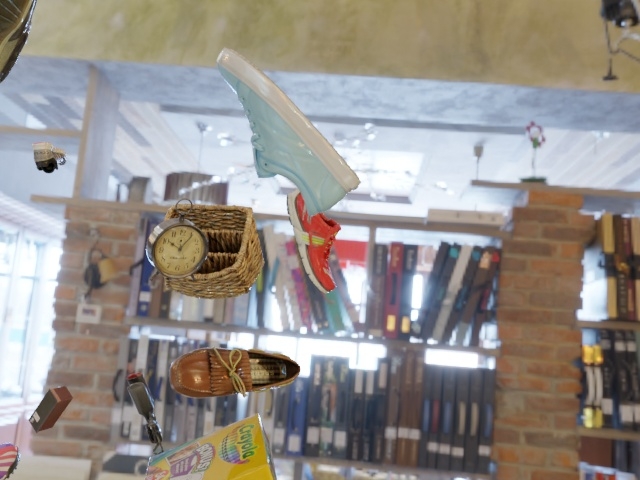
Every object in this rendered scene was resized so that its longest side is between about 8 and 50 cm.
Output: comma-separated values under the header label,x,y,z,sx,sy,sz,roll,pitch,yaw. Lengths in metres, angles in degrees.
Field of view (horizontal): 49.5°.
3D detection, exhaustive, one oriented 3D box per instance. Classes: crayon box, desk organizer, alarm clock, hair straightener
label,x,y,z,sx,sy,sz,roll,pitch,yaw
crayon box,-0.271,0.581,1.707,0.313,0.106,0.363,-22,8,-7
desk organizer,-0.708,0.443,1.823,0.047,0.130,0.050,48,23,21
alarm clock,-0.314,-0.003,1.535,0.129,0.192,0.064,4,19,-32
hair straightener,-0.421,0.437,1.683,0.047,0.231,0.089,-12,25,-11

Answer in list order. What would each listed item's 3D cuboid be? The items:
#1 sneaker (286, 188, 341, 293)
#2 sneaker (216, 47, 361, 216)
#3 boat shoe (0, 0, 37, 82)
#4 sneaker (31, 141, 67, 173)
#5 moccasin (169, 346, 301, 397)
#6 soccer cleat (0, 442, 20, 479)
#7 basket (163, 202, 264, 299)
label,x,y,z,sx,sy,sz,roll,pitch,yaw
sneaker,0.000,0.000,1.742,0.118,0.279,0.107,-16,13,5
sneaker,-0.092,-0.197,1.324,0.366,0.150,0.135,47,5,-4
boat shoe,-0.515,-0.344,1.130,0.080,0.224,0.073,40,21,5
sneaker,-0.734,-0.215,1.879,0.063,0.075,0.170,-1,-4,-3
moccasin,-0.217,0.347,1.816,0.379,0.139,0.147,14,-24,-39
soccer cleat,-0.815,0.549,1.631,0.108,0.117,0.318,-25,11,10
basket,-0.350,0.033,2.109,0.299,0.213,0.223,5,-53,19
